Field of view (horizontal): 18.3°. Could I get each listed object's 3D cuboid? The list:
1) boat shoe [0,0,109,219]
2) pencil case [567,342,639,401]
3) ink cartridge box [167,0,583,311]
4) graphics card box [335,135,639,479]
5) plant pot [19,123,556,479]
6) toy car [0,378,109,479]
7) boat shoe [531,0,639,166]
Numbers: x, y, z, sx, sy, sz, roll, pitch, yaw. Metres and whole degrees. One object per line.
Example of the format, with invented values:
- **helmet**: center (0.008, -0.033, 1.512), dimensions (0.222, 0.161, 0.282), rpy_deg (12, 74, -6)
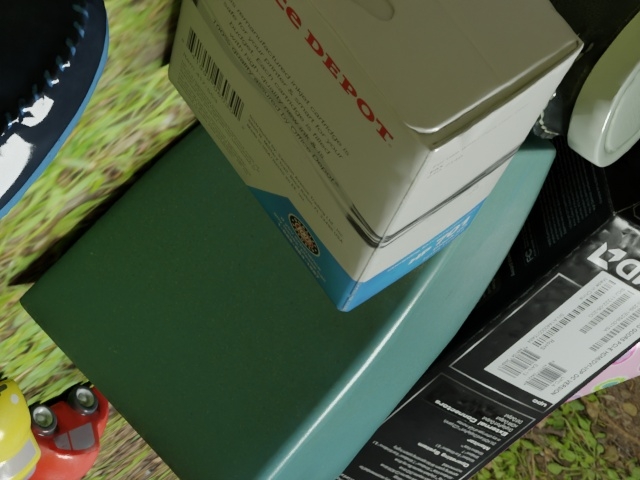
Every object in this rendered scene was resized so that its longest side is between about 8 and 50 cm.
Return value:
- **boat shoe**: center (-0.173, -0.008, 0.568), dimensions (0.258, 0.109, 0.089), rpy_deg (-38, 166, -6)
- **pencil case**: center (0.155, 0.087, 1.537), dimensions (0.284, 0.124, 0.124), rpy_deg (-19, 167, -6)
- **ink cartridge box**: center (0.013, -0.072, 0.803), dimensions (0.082, 0.139, 0.190), rpy_deg (-32, 169, -20)
- **graphics card box**: center (0.069, 0.031, 1.232), dimensions (0.371, 0.094, 0.232), rpy_deg (-45, -149, 31)
- **plant pot**: center (0.000, 0.000, 1.054), dimensions (0.234, 0.166, 0.165), rpy_deg (-49, 167, 16)
- **toy car**: center (-0.241, 0.175, 1.274), dimensions (0.225, 0.053, 0.239), rpy_deg (-38, 169, 4)
- **boat shoe**: center (0.188, -0.155, 1.075), dimensions (0.302, 0.091, 0.114), rpy_deg (-41, 155, -43)
